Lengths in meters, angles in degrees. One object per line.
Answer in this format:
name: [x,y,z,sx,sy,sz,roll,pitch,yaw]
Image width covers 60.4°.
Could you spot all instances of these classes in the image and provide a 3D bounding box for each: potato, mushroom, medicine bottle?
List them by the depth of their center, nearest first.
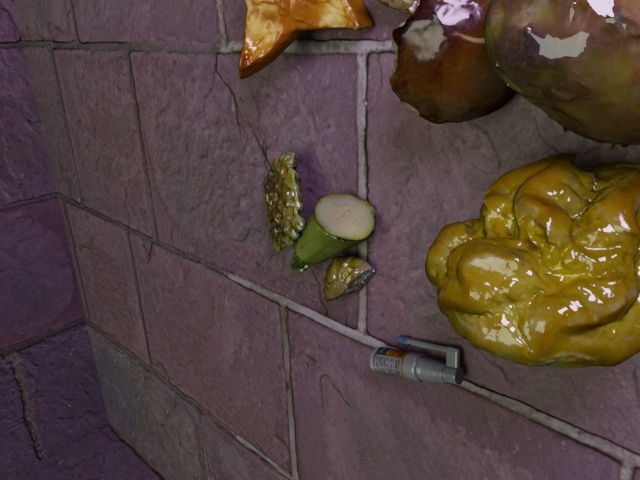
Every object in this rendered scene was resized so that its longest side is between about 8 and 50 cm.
potato: [0.347,-0.235,0.651,0.289,0.237,0.300,3,108,37]
mushroom: [0.208,-0.350,0.863,0.208,0.233,0.301,121,144,-70]
medicine bottle: [0.207,0.259,1.194,0.221,0.061,0.092,0,88,46]

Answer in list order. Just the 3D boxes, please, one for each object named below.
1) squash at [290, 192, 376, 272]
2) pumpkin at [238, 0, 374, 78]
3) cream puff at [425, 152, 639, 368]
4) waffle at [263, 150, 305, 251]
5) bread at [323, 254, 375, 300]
squash: [-0.001,-0.016,1.258,0.287,0.137,0.137,-32,83,57]
pumpkin: [-0.064,-0.477,1.042,0.290,0.095,0.258,-11,116,20]
cream puff: [0.321,0.009,0.775,0.325,0.291,0.257,15,111,30]
waffle: [-0.094,-0.092,1.300,0.204,0.054,0.223,142,122,-67]
bread: [0.055,0.080,1.266,0.157,0.083,0.094,-25,76,50]
